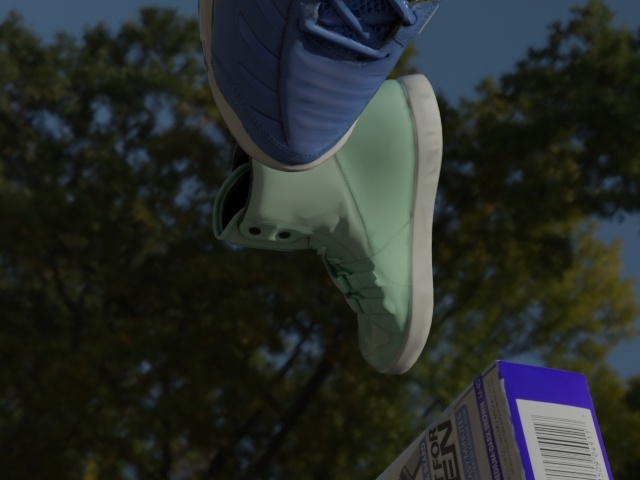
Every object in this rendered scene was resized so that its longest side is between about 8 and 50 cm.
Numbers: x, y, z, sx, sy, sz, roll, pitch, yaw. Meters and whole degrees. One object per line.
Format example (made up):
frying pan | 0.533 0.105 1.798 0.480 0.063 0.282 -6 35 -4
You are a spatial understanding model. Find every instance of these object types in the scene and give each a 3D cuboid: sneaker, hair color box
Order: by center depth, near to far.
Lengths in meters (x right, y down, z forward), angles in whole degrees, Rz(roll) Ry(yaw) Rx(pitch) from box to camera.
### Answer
sneaker | 0.018 -0.114 0.484 0.081 0.080 0.211 -119 -135 -58
sneaker | 0.000 -0.001 1.033 0.094 0.151 0.256 -106 -168 -48
hair color box | 0.134 0.279 1.383 0.110 0.185 0.339 10 -41 -24
